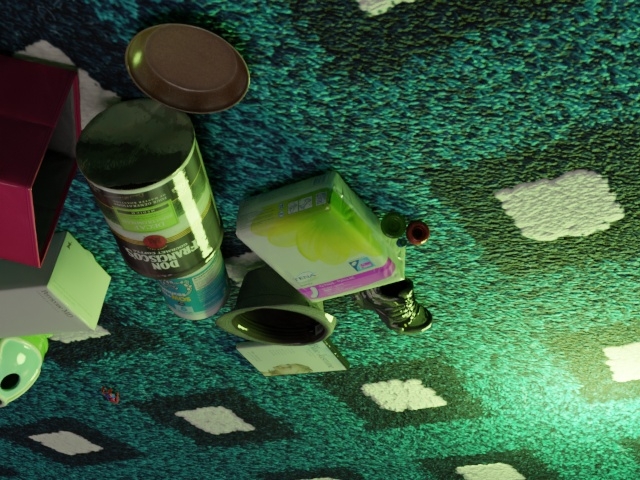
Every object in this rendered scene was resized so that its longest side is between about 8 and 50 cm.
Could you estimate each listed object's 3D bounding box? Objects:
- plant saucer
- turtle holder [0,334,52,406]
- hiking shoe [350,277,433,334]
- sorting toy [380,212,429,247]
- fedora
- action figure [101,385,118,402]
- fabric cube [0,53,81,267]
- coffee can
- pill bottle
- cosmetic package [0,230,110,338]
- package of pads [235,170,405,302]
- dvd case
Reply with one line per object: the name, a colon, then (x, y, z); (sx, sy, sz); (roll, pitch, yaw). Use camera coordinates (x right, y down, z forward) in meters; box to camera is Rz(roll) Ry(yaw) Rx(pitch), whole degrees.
plant saucer: (-0.208, -0.280, 1.373); (0.198, 0.036, 0.199); (5, 147, 3)
turtle holder: (-0.828, 0.275, 2.160); (0.243, 0.227, 0.320); (8, 147, 0)
hiking shoe: (0.174, 0.135, 1.886); (0.227, 0.086, 0.114); (28, 145, -27)
sorting toy: (0.162, -0.016, 1.696); (0.102, 0.061, 0.042); (16, 173, -7)
fedora: (-0.092, 0.138, 1.905); (0.275, 0.124, 0.243); (22, 147, -36)
action figure: (-0.627, 0.464, 2.592); (0.038, 0.030, 0.115); (10, 152, 6)
fabric cube: (-0.565, -0.145, 1.449); (0.258, 0.259, 0.254); (13, 147, -5)
coffee can: (-0.295, -0.086, 1.534); (0.201, 0.202, 0.275); (2, 146, 7)
pill bottle: (-0.275, 0.043, 1.777); (0.146, 0.146, 0.264); (3, 146, 7)
cosmetic package: (-0.688, 0.107, 1.947); (0.365, 0.155, 0.197); (-7, 142, 22)
package of pads: (0.000, 0.000, 1.702); (0.229, 0.101, 0.296); (-15, 140, 28)
dvd case: (-0.070, 0.302, 2.244); (0.253, 0.022, 0.180); (-9, 143, 22)
